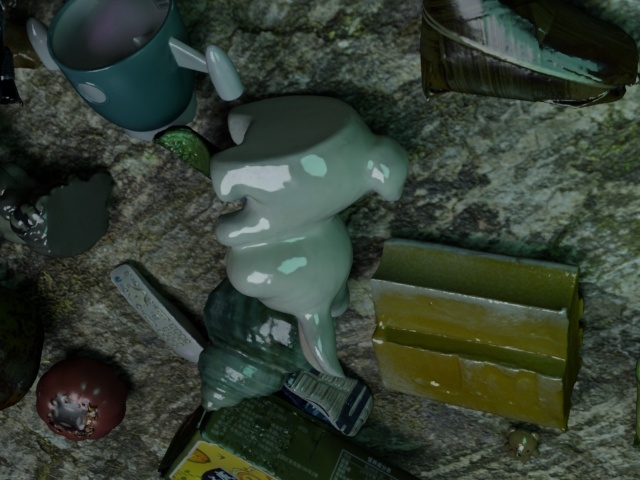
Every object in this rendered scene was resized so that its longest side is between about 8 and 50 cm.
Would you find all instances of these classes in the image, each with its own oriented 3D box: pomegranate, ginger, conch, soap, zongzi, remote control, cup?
[{"bbox_3d":[-0.666,0.215,1.752,0.285,0.284,0.340,28,156,-3],"label":"pomegranate"},{"bbox_3d":[-0.498,-0.250,1.330,0.299,0.065,0.118,-10,134,30],"label":"ginger"},{"bbox_3d":[-0.100,0.156,1.464,0.220,0.277,0.195,42,-178,28],"label":"conch"},{"bbox_3d":[0.224,0.128,1.313,0.281,0.143,0.259,10,135,24],"label":"soap"},{"bbox_3d":[0.217,-0.243,0.944,0.248,0.111,0.241,10,144,17],"label":"zongzi"},{"bbox_3d":[-0.272,0.126,1.617,0.073,0.044,0.229,-24,111,47],"label":"remote control"},{"bbox_3d":[-0.233,-0.216,1.167,0.300,0.167,0.173,14,151,22],"label":"cup"}]

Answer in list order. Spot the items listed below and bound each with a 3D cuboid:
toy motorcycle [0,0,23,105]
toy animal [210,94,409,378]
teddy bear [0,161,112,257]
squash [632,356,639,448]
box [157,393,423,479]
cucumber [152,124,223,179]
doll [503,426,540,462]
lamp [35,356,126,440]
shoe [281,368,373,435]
[{"bbox_3d":[-0.444,-0.266,1.156,0.207,0.134,0.400,7,104,55],"label":"toy motorcycle"},{"bbox_3d":[-0.010,-0.003,1.226,0.241,0.196,0.367,6,125,8],"label":"toy animal"},{"bbox_3d":[-0.466,-0.044,1.443,0.251,0.171,0.144,2,127,27],"label":"teddy bear"},{"bbox_3d":[0.489,0.250,1.347,0.094,0.094,0.224,11,142,16],"label":"squash"},{"bbox_3d":[-0.067,0.445,1.722,0.420,0.138,0.373,31,149,-5],"label":"box"},{"bbox_3d":[-0.152,-0.106,1.232,0.070,0.046,0.220,43,-176,12],"label":"cucumber"},{"bbox_3d":[0.339,0.343,1.550,0.062,0.051,0.093,12,166,14],"label":"doll"},{"bbox_3d":[-0.471,0.309,1.835,0.182,0.140,0.182,4,120,6],"label":"lamp"},{"bbox_3d":[0.002,0.260,1.597,0.207,0.091,0.106,39,160,-21],"label":"shoe"}]
